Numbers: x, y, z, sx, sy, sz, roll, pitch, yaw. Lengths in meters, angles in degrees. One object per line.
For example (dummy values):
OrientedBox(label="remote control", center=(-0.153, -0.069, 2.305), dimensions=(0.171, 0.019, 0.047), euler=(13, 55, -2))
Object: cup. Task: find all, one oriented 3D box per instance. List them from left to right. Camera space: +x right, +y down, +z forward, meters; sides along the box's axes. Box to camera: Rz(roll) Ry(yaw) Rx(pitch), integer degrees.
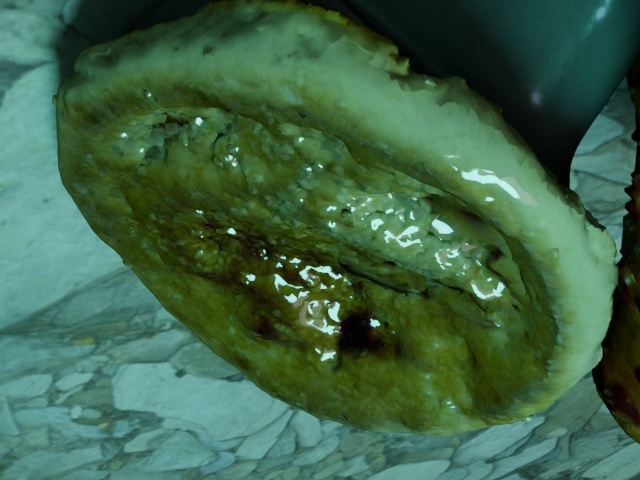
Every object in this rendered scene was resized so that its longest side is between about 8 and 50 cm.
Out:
OrientedBox(label="cup", center=(0.110, -0.141, 0.916), dimensions=(0.150, 0.199, 0.199), euler=(-47, 141, 6))

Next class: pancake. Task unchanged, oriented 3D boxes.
OrientedBox(label="pancake", center=(0.001, -0.002, 0.936), dimensions=(0.356, 0.065, 0.356), euler=(20, 148, 13))

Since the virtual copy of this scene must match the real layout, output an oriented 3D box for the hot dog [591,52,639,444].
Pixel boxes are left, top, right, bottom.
OrientedBox(label="hot dog", center=(0.261, -0.059, 0.953), dimensions=(0.196, 0.367, 0.365), euler=(16, 148, 10))
